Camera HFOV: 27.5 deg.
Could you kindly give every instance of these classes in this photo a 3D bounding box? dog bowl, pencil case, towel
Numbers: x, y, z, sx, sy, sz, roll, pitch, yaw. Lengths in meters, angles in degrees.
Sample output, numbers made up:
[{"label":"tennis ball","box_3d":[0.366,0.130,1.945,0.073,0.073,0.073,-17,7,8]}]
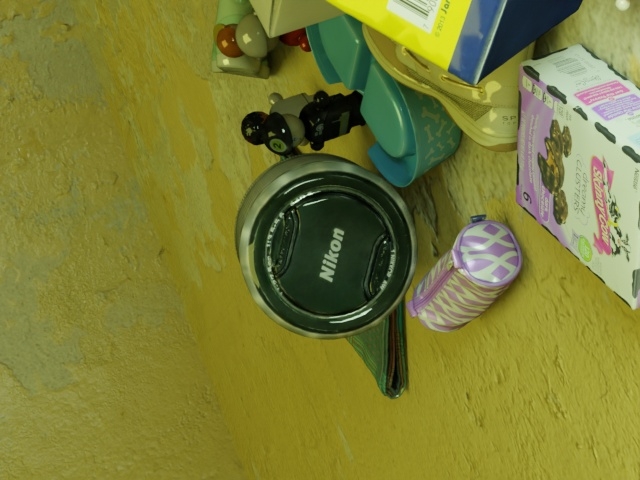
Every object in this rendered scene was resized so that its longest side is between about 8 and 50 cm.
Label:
[{"label":"dog bowl","box_3d":[0.074,-0.207,1.584,0.297,0.074,0.166,61,160,24]},{"label":"pencil case","box_3d":[0.170,0.047,1.553,0.206,0.088,0.086,114,135,-66]},{"label":"towel","box_3d":[0.028,0.044,2.036,0.370,0.040,0.272,50,153,46]}]

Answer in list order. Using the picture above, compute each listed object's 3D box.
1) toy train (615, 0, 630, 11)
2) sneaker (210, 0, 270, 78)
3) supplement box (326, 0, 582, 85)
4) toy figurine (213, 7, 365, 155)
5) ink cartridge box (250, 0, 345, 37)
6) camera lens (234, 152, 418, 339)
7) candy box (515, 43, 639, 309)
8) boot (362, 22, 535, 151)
[{"label":"toy train","box_3d":[0.284,-0.216,1.023,0.166,0.046,0.125,-126,22,-47]},{"label":"sneaker","box_3d":[-0.116,-0.329,2.011,0.256,0.094,0.151,-150,66,-84]},{"label":"supplement box","box_3d":[0.052,-0.318,1.069,0.356,0.194,0.195,33,133,18]},{"label":"toy figurine","box_3d":[-0.051,-0.225,1.803,0.209,0.148,0.213,17,126,67]},{"label":"ink cartridge box","box_3d":[-0.020,-0.387,1.456,0.278,0.201,0.117,63,162,19]},{"label":"camera lens","box_3d":[0.000,0.000,1.691,0.274,0.219,0.219,-130,22,-80]},{"label":"candy box","box_3d":[0.261,-0.061,1.202,0.196,0.070,0.165,50,154,47]},{"label":"boot","box_3d":[0.134,-0.237,1.338,0.262,0.095,0.203,50,154,38]}]
